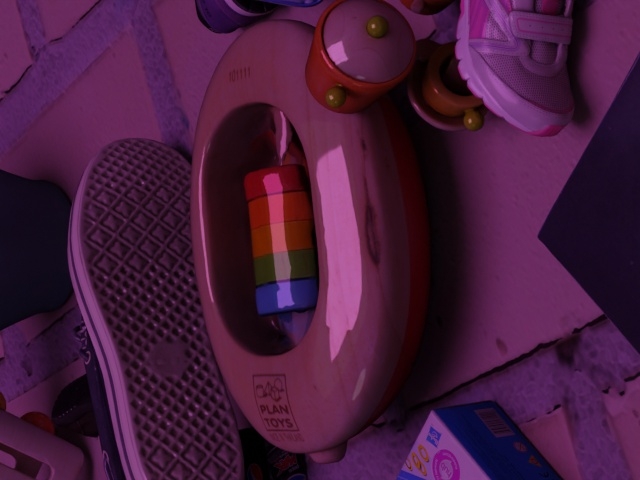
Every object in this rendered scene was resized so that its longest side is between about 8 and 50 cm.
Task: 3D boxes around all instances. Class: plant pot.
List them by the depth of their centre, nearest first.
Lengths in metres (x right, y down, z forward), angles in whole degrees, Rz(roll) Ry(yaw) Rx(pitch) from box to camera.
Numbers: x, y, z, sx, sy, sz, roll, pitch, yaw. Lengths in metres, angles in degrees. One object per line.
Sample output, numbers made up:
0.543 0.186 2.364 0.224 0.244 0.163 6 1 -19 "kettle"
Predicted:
-0.470 0.015 2.277 0.271 0.255 0.272 3 94 51 "plant pot"

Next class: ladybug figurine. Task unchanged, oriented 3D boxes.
0.000 0.000 1.760 0.305 0.162 0.449 -6 87 51 "ladybug figurine"

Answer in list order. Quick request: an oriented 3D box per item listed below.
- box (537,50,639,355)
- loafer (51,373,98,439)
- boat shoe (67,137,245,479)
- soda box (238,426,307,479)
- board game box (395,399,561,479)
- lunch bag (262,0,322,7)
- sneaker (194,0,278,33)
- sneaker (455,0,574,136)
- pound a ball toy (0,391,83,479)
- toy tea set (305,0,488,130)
0.366 0.021 1.198 0.294 0.296 0.183 54 132 35 "box"
-0.243 0.188 2.161 0.220 0.078 0.080 -26 38 39 "loafer"
-0.196 0.109 1.980 0.156 0.186 0.500 122 142 -55 "boat shoe"
-0.049 0.290 1.927 0.060 0.053 0.169 -14 82 51 "soda box"
0.161 0.367 1.642 0.308 0.086 0.302 49 128 38 "board game box"
-0.055 -0.363 1.801 0.090 0.176 0.219 -70 -10 -71 "lunch bag"
-0.130 -0.374 1.952 0.124 0.107 0.283 -22 75 56 "sneaker"
0.183 -0.219 1.565 0.111 0.103 0.252 -32 69 50 "sneaker"
-0.415 0.265 2.230 0.208 0.319 0.136 0 63 56 "pound a ball toy"
0.069 -0.265 1.625 0.124 0.200 0.336 129 133 -65 "toy tea set"
